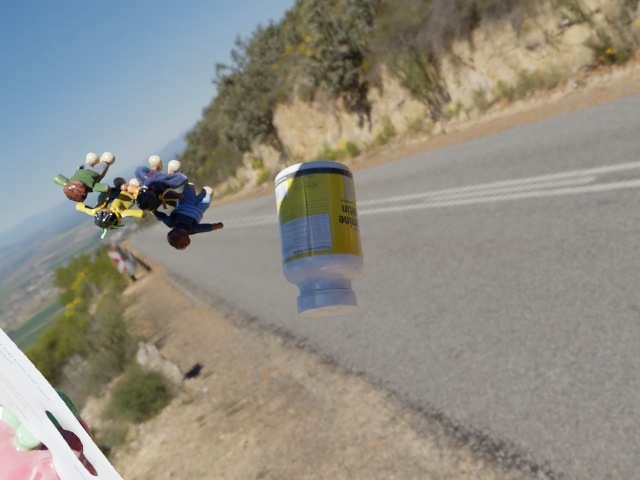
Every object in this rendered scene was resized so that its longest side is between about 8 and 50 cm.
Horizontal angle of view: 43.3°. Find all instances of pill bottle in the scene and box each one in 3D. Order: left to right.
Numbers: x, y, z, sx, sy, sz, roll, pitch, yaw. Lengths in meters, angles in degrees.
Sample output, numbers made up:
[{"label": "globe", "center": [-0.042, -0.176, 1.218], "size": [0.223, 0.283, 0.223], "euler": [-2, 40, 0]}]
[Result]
[{"label": "pill bottle", "center": [0.000, 0.000, 1.019], "size": [0.103, 0.184, 0.103], "euler": [-6, -14, -1]}]

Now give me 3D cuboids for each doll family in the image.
[{"label": "doll family", "center": [-0.209, -0.045, 0.934], "size": [0.193, 0.076, 0.111], "euler": [2, 29, 4]}]

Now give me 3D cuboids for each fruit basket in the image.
[{"label": "fruit basket", "center": [-0.254, 0.208, 0.692], "size": [0.353, 0.327, 0.165], "euler": [-38, 3, 39]}]
